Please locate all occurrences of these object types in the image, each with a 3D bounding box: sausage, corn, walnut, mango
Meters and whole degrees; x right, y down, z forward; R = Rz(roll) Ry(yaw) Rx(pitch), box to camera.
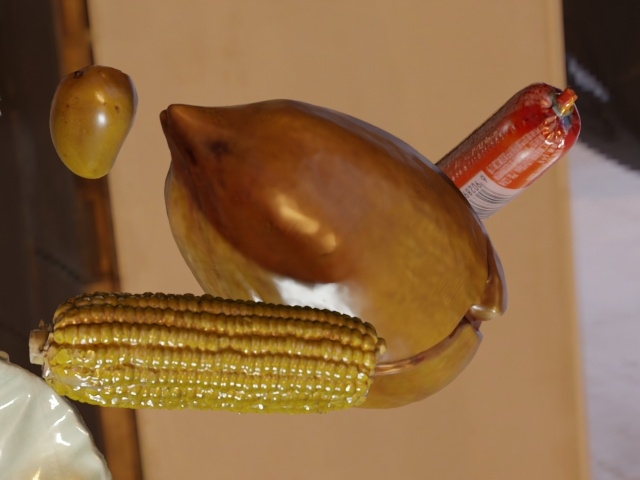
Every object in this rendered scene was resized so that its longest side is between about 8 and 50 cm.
[{"bbox_3d":[0.155,-0.071,1.727,0.074,0.074,0.274,-12,166,-25],"label":"sausage"},{"bbox_3d":[-0.074,0.075,1.293,0.238,0.080,0.080,5,-168,-14],"label":"corn"},{"bbox_3d":[0.000,0.000,1.471,0.209,0.336,0.209,-31,-143,28],"label":"walnut"},{"bbox_3d":[-0.207,-0.108,1.784,0.080,0.114,0.060,2,-140,-4],"label":"mango"}]

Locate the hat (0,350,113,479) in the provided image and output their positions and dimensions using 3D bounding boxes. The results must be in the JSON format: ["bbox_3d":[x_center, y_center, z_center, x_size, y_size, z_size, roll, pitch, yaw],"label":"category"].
[{"bbox_3d":[-0.302,0.230,1.424,0.258,0.301,0.168,37,-169,-49],"label":"hat"}]
